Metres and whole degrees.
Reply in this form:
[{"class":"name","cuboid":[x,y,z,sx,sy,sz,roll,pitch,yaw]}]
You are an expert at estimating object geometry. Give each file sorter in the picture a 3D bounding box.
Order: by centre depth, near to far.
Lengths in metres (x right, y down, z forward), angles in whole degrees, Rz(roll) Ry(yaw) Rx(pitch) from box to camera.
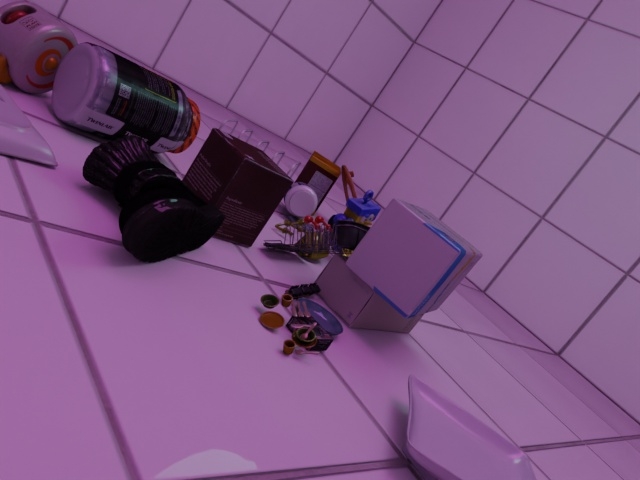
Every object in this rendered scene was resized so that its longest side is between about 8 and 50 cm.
[{"class":"file sorter","cuboid":[-0.228,-0.258,1.830,0.277,0.173,0.193,34,12,-1]}]

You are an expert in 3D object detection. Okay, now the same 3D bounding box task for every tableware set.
[{"class":"tableware set","cuboid":[-0.060,0.152,1.035,0.103,0.024,0.154,5,34,-16]}]

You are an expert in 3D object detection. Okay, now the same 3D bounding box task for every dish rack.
[{"class":"dish rack","cuboid":[0.000,0.000,1.416,0.271,0.074,0.208,0,-9,29]}]

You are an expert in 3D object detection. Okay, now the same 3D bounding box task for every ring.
[{"class":"ring","cuboid":[0.130,-0.111,2.010,0.336,0.032,0.337,167,-90,-88]}]

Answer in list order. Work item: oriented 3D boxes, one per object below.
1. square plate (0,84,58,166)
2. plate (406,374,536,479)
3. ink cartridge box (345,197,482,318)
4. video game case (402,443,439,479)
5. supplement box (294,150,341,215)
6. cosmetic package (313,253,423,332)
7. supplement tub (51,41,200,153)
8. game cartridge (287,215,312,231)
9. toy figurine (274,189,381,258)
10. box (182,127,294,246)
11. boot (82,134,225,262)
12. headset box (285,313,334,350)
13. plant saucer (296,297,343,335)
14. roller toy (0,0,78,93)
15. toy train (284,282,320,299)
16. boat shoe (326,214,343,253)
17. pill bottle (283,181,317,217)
[{"class":"square plate","cuboid":[-0.698,-0.278,1.017,0.347,0.049,0.344,42,16,30]},{"class":"plate","cuboid":[0.256,0.372,0.954,0.278,0.045,0.277,35,13,3]},{"class":"ink cartridge box","cuboid":[0.234,0.044,1.341,0.198,0.197,0.270,42,15,22]},{"class":"video game case","cuboid":[0.250,0.419,0.919,0.183,0.023,0.201,22,18,-43]},{"class":"supplement box","cuboid":[-0.026,-0.226,2.161,0.129,0.194,0.191,32,13,-6]},{"class":"cosmetic package","cuboid":[0.140,0.144,1.438,0.160,0.113,0.309,44,15,33]},{"class":"supplement tub","cuboid":[-0.489,-0.349,1.437,0.207,0.207,0.338,43,16,33]},{"class":"game cartridge","cuboid":[-0.067,-0.054,1.845,0.083,0.017,0.056,23,13,-39]},{"class":"toy figurine","cuboid":[0.068,-0.078,1.671,0.362,0.217,0.191,-4,46,-51]},{"class":"box","cuboid":[-0.210,-0.123,1.325,0.167,0.203,0.168,21,19,-47]},{"class":"boot","cuboid":[-0.341,-0.091,1.033,0.260,0.131,0.348,42,3,4]},{"class":"headset box","cuboid":[-0.018,0.183,1.084,0.083,0.032,0.062,41,15,33]},{"class":"plant saucer","cuboid":[-0.006,0.168,1.188,0.119,0.021,0.119,32,13,-8]},{"class":"roller toy","cuboid":[-0.704,-0.466,1.355,0.146,0.191,0.209,37,13,9]},{"class":"toy train","cuboid":[-0.043,0.116,1.253,0.027,0.036,0.158,61,18,12]},{"class":"boat shoe","cuboid":[0.081,-0.024,1.909,0.089,0.109,0.258,22,16,-33]},{"class":"pill bottle","cuboid":[-0.067,-0.135,1.877,0.112,0.112,0.187,32,6,-10]}]
